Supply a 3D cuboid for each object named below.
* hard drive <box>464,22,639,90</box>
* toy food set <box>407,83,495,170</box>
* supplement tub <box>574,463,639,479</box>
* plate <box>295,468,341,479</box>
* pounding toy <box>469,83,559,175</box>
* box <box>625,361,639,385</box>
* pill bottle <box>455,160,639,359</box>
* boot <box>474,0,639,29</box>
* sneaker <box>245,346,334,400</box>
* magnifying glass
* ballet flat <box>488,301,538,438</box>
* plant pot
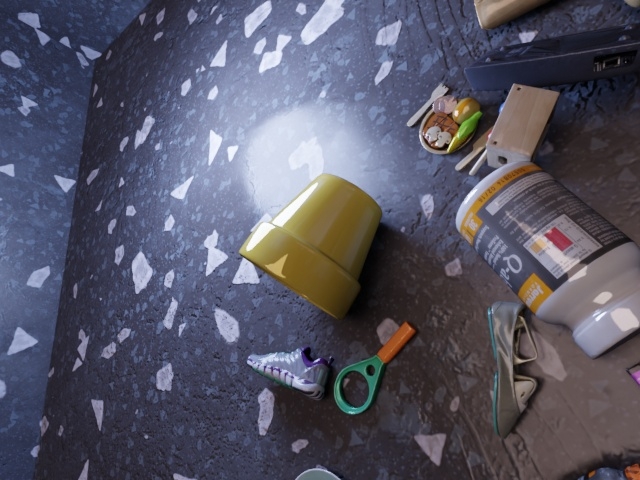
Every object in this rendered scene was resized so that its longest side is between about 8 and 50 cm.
[{"bbox_3d":[0.396,-0.305,0.672,0.255,0.054,0.172,8,37,38],"label":"hard drive"},{"bbox_3d":[0.262,-0.242,0.826,0.132,0.039,0.192,-47,53,17],"label":"toy food set"},{"bbox_3d":[0.354,0.374,0.511,0.190,0.117,0.116,-43,54,20],"label":"supplement tub"},{"bbox_3d":[0.007,0.555,0.792,0.188,0.024,0.187,-12,70,36],"label":"plate"},{"bbox_3d":[0.331,-0.178,0.702,0.100,0.141,0.130,24,92,25],"label":"pounding toy"},{"bbox_3d":[0.502,0.208,0.502,0.116,0.029,0.162,-42,53,22],"label":"box"},{"bbox_3d":[0.349,0.021,0.595,0.162,0.162,0.278,-45,53,19],"label":"pill bottle"},{"bbox_3d":[0.431,-0.459,0.734,0.270,0.089,0.235,-13,58,35],"label":"boot"},{"bbox_3d":[-0.069,0.283,0.919,0.224,0.083,0.098,9,62,36],"label":"sneaker"},{"bbox_3d":[0.109,0.255,0.804,0.231,0.026,0.092,-52,51,13],"label":"magnifying glass"},{"bbox_3d":[0.307,0.202,0.633,0.068,0.072,0.213,-6,72,33],"label":"ballet flat"},{"bbox_3d":[0.000,0.000,0.841,0.254,0.254,0.238,26,79,41],"label":"plant pot"}]
